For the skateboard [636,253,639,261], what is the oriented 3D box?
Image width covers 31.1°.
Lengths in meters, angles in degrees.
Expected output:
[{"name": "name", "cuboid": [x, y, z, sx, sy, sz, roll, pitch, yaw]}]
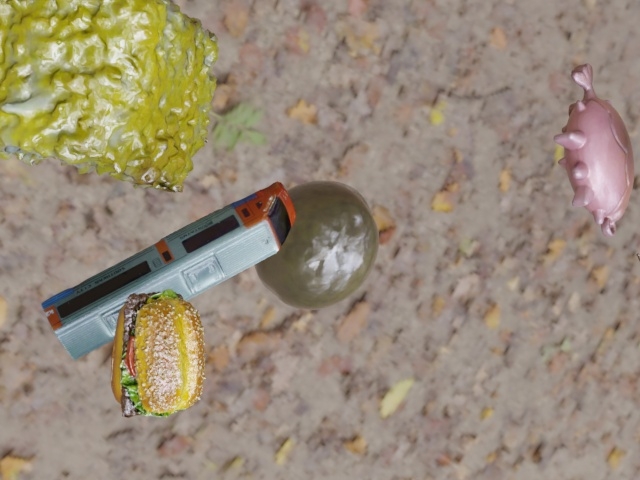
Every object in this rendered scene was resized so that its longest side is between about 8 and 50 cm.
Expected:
[{"name": "skateboard", "cuboid": [0.465, 0.026, 1.551, 0.083, 0.064, 0.032, -1, 69, -48]}]

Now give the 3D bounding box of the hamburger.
[{"name": "hamburger", "cuboid": [-0.200, 0.146, 1.493, 0.137, 0.087, 0.166, 1, 90, -55]}]

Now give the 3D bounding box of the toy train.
[{"name": "toy train", "cuboid": [-0.214, 0.045, 1.738, 0.409, 0.089, 0.086, -27, 138, -7]}]

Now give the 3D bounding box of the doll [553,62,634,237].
[{"name": "doll", "cuboid": [0.415, -0.135, 1.727, 0.211, 0.093, 0.262, -18, 95, -56]}]

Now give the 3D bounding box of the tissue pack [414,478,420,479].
[{"name": "tissue pack", "cuboid": [0.102, 0.469, 1.539, 0.124, 0.201, 0.271, -15, 145, -22]}]

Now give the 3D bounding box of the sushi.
[{"name": "sushi", "cuboid": [-0.327, -0.200, 1.451, 0.396, 0.351, 0.240, 11, 89, -77]}]

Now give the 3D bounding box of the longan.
[{"name": "longan", "cuboid": [0.000, 0.000, 1.994, 0.248, 0.248, 0.248, -22, 126, -34]}]
